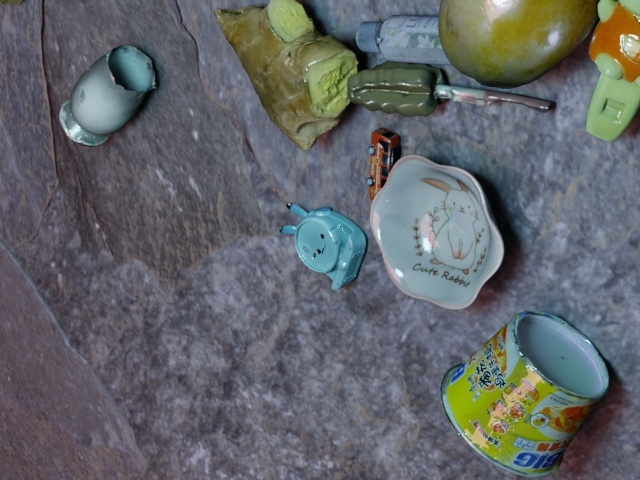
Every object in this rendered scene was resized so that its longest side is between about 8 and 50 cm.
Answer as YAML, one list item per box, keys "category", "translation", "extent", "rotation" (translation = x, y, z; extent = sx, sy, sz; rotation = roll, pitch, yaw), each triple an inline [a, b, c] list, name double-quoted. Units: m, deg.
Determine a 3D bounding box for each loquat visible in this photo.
- category: "loquat"
  translation: [0.242, -0.289, 1.632]
  extent: [0.227, 0.179, 0.179]
  rotation: [-45, 77, 27]

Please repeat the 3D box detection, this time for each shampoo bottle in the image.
- category: "shampoo bottle"
  translation: [0.144, -0.274, 1.813]
  extent: [0.214, 0.072, 0.072]
  rotation: [10, 116, 40]

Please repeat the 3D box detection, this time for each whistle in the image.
- category: "whistle"
  translation: [0.382, -0.242, 1.570]
  extent: [0.131, 0.106, 0.288]
  rotation: [21, 122, 4]

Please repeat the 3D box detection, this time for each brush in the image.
- category: "brush"
  translation: [0.178, -0.204, 1.817]
  extent: [0.301, 0.084, 0.071]
  rotation: [12, 121, 33]

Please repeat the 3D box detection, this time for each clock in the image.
- category: "clock"
  translation: [0.001, 0.000, 2.089]
  extent: [0.147, 0.045, 0.108]
  rotation: [37, 129, 25]

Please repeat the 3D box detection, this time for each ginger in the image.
- category: "ginger"
  translation: [-0.055, -0.265, 1.969]
  extent: [0.270, 0.123, 0.219]
  rotation: [49, 149, 37]

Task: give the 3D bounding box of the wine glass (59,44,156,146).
- category: "wine glass"
  translation: [-0.363, -0.244, 2.262]
  extent: [0.204, 0.111, 0.111]
  rotation: [-36, 84, 47]

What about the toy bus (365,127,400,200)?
- category: "toy bus"
  translation: [0.094, -0.109, 1.962]
  extent: [0.043, 0.031, 0.110]
  rotation: [21, 124, 32]

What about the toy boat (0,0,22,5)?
- category: "toy boat"
  translation: [-0.528, -0.489, 2.339]
  extent: [0.206, 0.064, 0.072]
  rotation: [-40, 66, 45]

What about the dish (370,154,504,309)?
- category: "dish"
  translation: [0.181, -0.018, 1.892]
  extent: [0.229, 0.081, 0.229]
  rotation: [17, 116, 38]

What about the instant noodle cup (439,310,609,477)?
- category: "instant noodle cup"
  translation: [0.289, 0.199, 1.825]
  extent: [0.205, 0.205, 0.153]
  rotation: [46, 123, 17]
